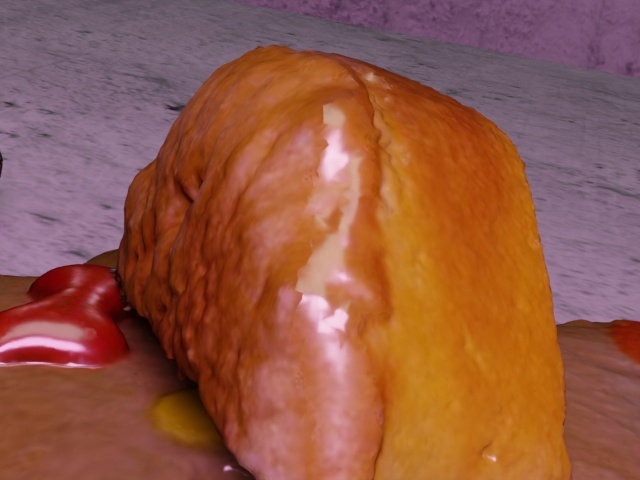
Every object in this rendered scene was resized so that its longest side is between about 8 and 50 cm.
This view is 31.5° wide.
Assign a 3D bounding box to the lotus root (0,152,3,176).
[{"bbox_3d":[-0.310,-0.064,0.765,0.192,0.088,0.113,9,34,-3],"label":"lotus root"}]

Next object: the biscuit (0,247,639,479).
[{"bbox_3d":[0.017,0.082,0.508,0.394,0.076,0.368,11,17,5],"label":"biscuit"}]

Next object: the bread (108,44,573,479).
[{"bbox_3d":[0.004,-0.006,0.444,0.129,0.134,0.260,5,20,-25],"label":"bread"}]
